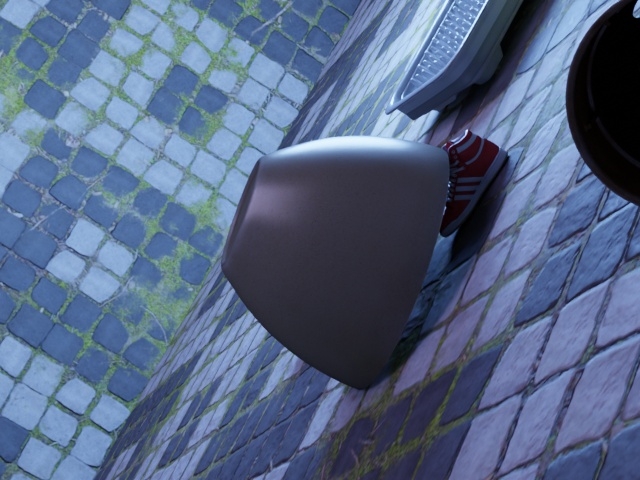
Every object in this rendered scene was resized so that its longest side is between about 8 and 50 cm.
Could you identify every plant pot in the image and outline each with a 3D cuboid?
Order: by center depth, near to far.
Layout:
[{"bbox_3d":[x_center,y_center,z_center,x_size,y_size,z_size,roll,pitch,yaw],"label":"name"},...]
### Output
[{"bbox_3d":[0.263,-0.123,0.985,0.167,0.167,0.165,-51,3,30],"label":"plant pot"},{"bbox_3d":[0.000,0.000,1.582,0.284,0.191,0.284,-160,90,-82],"label":"plant pot"}]

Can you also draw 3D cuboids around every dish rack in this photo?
[{"bbox_3d":[0.226,-0.317,2.008,0.333,0.072,0.285,-60,11,-16],"label":"dish rack"}]

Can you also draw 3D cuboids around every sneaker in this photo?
[{"bbox_3d":[0.150,-0.066,1.591,0.118,0.067,0.042,-57,10,-1],"label":"sneaker"}]
